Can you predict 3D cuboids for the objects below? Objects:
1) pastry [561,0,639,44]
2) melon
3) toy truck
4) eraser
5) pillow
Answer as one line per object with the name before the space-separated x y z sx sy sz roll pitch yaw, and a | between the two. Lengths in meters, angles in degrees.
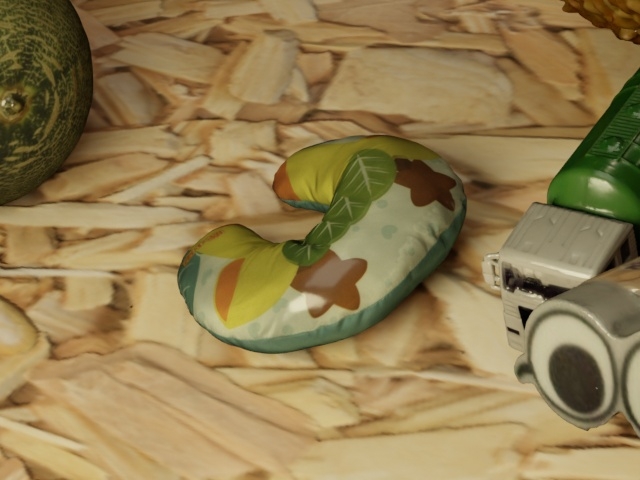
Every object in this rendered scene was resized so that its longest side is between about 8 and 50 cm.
pastry | 0.352 -0.255 1.128 0.409 0.245 0.409 2 13 0
melon | -0.337 -0.154 1.298 0.248 0.249 0.329 -34 33 -19
toy truck | 0.216 -0.025 1.038 0.101 0.125 0.242 16 51 33
eraser | 0.276 0.037 0.897 0.290 0.087 0.171 -20 21 -35
pillow | 0.000 0.000 1.131 0.214 0.086 0.233 14 50 47
